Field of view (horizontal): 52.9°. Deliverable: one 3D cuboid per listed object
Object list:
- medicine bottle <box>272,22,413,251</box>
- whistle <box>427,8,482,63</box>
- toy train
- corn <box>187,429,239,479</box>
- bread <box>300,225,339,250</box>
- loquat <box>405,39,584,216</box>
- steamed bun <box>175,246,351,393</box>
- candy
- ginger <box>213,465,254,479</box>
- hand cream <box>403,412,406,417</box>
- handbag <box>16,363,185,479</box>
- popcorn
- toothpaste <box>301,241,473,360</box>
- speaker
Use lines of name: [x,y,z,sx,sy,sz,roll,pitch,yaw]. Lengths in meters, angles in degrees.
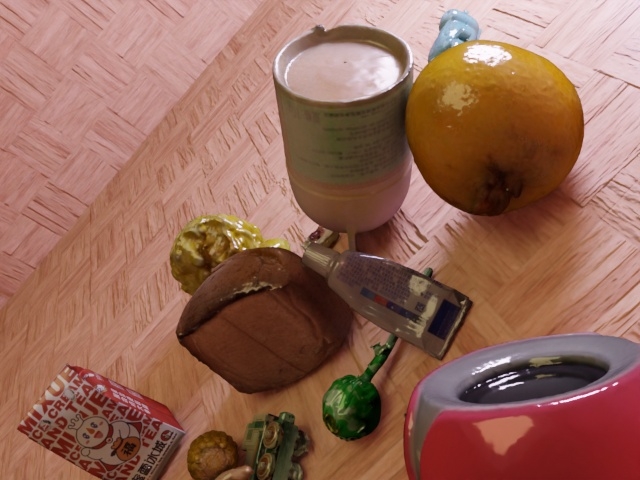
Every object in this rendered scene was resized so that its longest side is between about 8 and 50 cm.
medicine bottle: [0.052,-0.159,1.187,0.235,0.406,0.236,-4,48,4]
whistle: [0.269,-0.373,1.343,0.186,0.093,0.274,137,155,-68]
toy train: [-0.090,0.389,1.087,0.125,0.080,0.194,-23,46,52]
corn: [-0.189,0.381,1.128,0.262,0.097,0.097,120,175,-71]
bread: [0.000,0.000,1.375,0.083,0.035,0.070,-47,34,4]
loquat: [0.263,-0.163,0.999,0.275,0.275,0.275,-32,38,29]
steamed bun: [-0.103,0.128,1.213,0.301,0.251,0.199,-30,28,26]
candy: [0.106,0.176,1.056,0.097,0.097,0.323,5,55,53]
ginger: [-0.170,0.478,1.031,0.089,0.075,0.288,38,116,57]
hand cream: [0.166,0.234,0.960,0.102,0.022,0.035,-43,28,7]
handbag: [-0.451,0.387,1.329,0.171,0.298,0.151,-58,33,-6]
popcorn: [-0.224,0.036,1.448,0.286,0.225,0.174,-15,52,46]
toothpaste: [0.097,0.078,1.046,0.282,0.068,0.099,27,110,18]
speaker: [0.231,0.210,0.665,0.294,0.294,0.294,-32,38,29]
